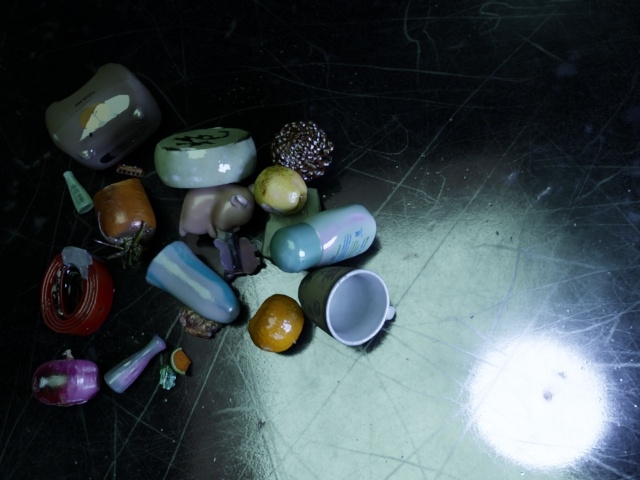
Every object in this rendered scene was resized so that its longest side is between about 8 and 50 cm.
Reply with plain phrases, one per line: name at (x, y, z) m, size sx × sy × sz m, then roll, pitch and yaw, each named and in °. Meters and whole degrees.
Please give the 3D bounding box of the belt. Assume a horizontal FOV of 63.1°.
belt at (-0.871, 0.177, 1.877) m, size 0.228 × 0.115 × 0.323 m, roll -4°, pitch 74°, yaw 8°

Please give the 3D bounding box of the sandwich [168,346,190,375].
sandwich at (-0.479, 0.413, 1.758) m, size 0.101 × 0.069 × 0.026 m, roll 48°, pitch 131°, yaw 23°

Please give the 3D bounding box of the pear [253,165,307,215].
pear at (-0.128, -0.159, 1.710) m, size 0.178 × 0.178 × 0.177 m, roll -3°, pitch 73°, yaw 10°

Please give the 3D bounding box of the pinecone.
pinecone at (-0.068, -0.311, 1.821) m, size 0.222 × 0.221 × 0.221 m, roll -3°, pitch 73°, yaw 10°

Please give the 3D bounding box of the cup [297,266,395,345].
cup at (0.082, 0.185, 1.633) m, size 0.257 × 0.301 × 0.227 m, roll 17°, pitch 92°, yaw 59°

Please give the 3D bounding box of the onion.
onion at (-0.861, 0.475, 1.751) m, size 0.208 × 0.200 × 0.200 m, roll 21°, pitch 79°, yaw 11°

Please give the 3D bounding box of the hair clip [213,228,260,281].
hair clip at (-0.286, 0.044, 1.792) m, size 0.146 × 0.186 × 0.056 m, roll -9°, pitch 28°, yaw 9°

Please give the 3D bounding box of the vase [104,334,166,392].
vase at (-0.625, 0.416, 1.775) m, size 0.214 × 0.086 × 0.086 m, roll -42°, pitch 70°, yaw -8°

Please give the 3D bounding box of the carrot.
carrot at (-0.699, -0.078, 1.871) m, size 0.193 × 0.214 × 0.330 m, roll -26°, pitch 74°, yaw 5°

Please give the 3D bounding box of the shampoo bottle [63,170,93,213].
shampoo bottle at (-0.956, -0.194, 2.042) m, size 0.069 × 0.041 × 0.190 m, roll -38°, pitch 70°, yaw 4°

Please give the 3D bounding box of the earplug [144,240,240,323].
earplug at (-0.411, 0.168, 1.765) m, size 0.324 × 0.185 × 0.185 m, roll 37°, pitch 83°, yaw 13°

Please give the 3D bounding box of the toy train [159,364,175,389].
toy train at (-0.518, 0.460, 1.761) m, size 0.053 × 0.033 × 0.083 m, roll 2°, pitch 74°, yaw 17°

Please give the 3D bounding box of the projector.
projector at (-0.084, -0.052, 1.801) m, size 0.194 × 0.088 × 0.269 m, roll 10°, pitch 76°, yaw 14°

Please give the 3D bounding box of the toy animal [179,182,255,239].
toy animal at (-0.359, -0.103, 1.820) m, size 0.257 × 0.195 × 0.212 m, roll 8°, pitch 111°, yaw 7°

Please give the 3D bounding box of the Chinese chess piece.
Chinese chess piece at (-0.397, -0.294, 1.809) m, size 0.350 × 0.349 × 0.146 m, roll 0°, pitch 114°, yaw 11°

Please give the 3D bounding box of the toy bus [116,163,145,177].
toy bus at (-0.740, -0.270, 2.029) m, size 0.110 × 0.031 × 0.043 m, roll 12°, pitch 83°, yaw 14°

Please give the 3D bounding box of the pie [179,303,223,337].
pie at (-0.419, 0.285, 1.794) m, size 0.170 × 0.034 × 0.091 m, roll 16°, pitch 73°, yaw 15°

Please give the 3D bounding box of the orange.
orange at (-0.137, 0.267, 1.669) m, size 0.161 × 0.193 × 0.193 m, roll 34°, pitch 82°, yaw -6°

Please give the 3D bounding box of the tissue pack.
tissue pack at (-0.804, -0.449, 1.970) m, size 0.387 × 0.267 × 0.276 m, roll -37°, pitch 72°, yaw -2°

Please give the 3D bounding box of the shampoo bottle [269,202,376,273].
shampoo bottle at (0.000, 0.000, 1.637) m, size 0.350 × 0.221 × 0.151 m, roll -19°, pitch 62°, yaw -36°
